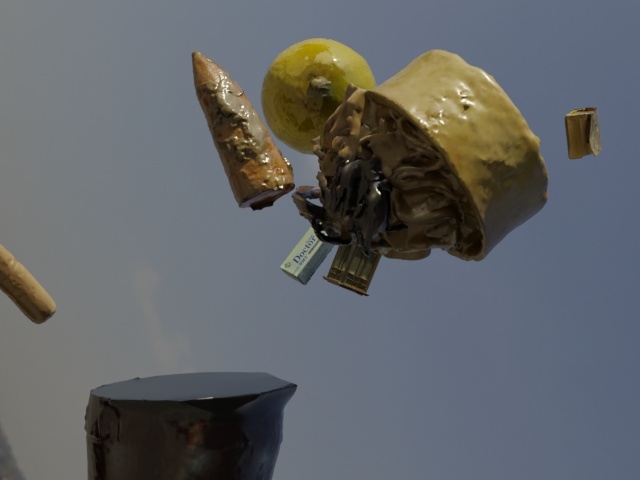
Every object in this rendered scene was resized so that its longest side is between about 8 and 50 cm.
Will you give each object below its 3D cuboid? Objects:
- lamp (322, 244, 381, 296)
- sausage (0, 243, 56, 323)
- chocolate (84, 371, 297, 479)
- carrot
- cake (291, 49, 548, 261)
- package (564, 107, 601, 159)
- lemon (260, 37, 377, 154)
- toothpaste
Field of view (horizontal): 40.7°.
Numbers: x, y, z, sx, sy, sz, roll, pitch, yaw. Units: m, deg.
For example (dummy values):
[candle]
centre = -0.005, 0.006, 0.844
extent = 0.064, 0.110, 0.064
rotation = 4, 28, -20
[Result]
[lamp]
centre = 0.116, -0.041, 1.958
extent = 0.090, 0.089, 0.325
rotation = 20, -93, 63
[sausage]
centre = -0.589, 0.036, 1.541
extent = 0.301, 0.066, 0.066
rotation = 50, -16, -26
[chocolate]
centre = -0.231, 0.414, 1.534
extent = 0.384, 0.384, 0.331
rotation = 170, -83, -65
[carrot]
centre = -0.132, -0.171, 1.296
extent = 0.263, 0.102, 0.102
rotation = 63, -26, 9
[cake]
centre = 0.128, -0.082, 1.310
extent = 0.332, 0.321, 0.332
rotation = 51, -11, 14
[package]
centre = 0.412, -0.169, 1.344
extent = 0.047, 0.131, 0.071
rotation = -8, -82, 24
[lemon]
centre = -0.001, -0.289, 1.728
extent = 0.219, 0.240, 0.240
rotation = 178, -107, -86
[toothpaste]
centre = 0.000, 0.000, 1.499
extent = 0.046, 0.164, 0.034
rotation = 27, -17, 37
